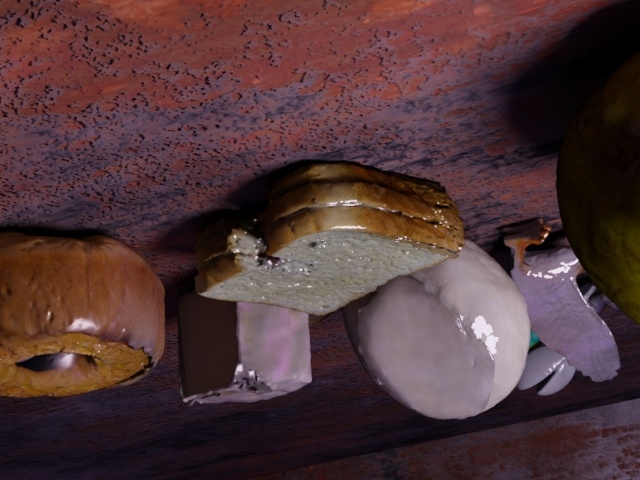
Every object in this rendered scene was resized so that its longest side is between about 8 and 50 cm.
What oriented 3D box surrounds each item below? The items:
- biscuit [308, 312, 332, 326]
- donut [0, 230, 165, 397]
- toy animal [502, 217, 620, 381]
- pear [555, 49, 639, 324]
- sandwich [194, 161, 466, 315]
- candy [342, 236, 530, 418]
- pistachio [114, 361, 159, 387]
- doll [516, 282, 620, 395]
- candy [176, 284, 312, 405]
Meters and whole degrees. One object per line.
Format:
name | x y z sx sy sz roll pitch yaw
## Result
biscuit | -0.016 0.117 1.768 0.071 0.018 0.147 3 158 -25
donut | -0.336 0.094 1.369 0.317 0.150 0.299 8 151 -40
toy animal | 0.278 0.073 1.624 0.284 0.225 0.302 -11 138 2
pear | 0.424 -0.041 1.089 0.413 0.352 0.352 15 150 -31
sandwich | 0.000 0.002 1.339 0.249 0.095 0.273 12 152 -40
candy | 0.161 0.112 1.511 0.295 0.295 0.185 -29 -174 44
pistachio | -0.301 0.156 1.619 0.124 0.124 0.185 -16 175 19
doll | 0.403 0.167 1.884 0.195 0.153 0.258 -40 -171 -27
candy | -0.104 0.130 1.510 0.137 0.195 0.185 8 158 -35
